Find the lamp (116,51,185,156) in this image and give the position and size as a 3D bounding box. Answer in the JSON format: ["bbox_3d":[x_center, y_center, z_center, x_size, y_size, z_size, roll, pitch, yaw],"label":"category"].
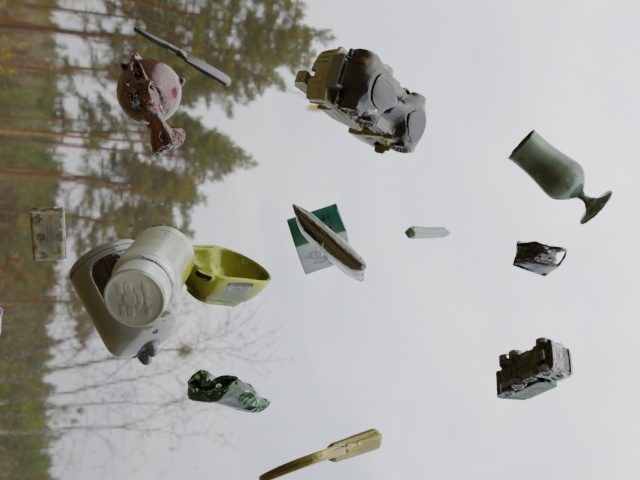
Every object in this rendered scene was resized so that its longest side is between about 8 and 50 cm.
[{"bbox_3d":[-0.400,-0.323,1.747,0.223,0.151,0.215,-76,145,-51],"label":"lamp"}]

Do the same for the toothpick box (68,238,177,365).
[{"bbox_3d":[-0.519,0.181,2.012,0.316,0.229,0.229,58,-33,16],"label":"toothpick box"}]

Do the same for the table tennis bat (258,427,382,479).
[{"bbox_3d":[0.008,0.490,1.689,0.198,0.321,0.050,-44,-118,51],"label":"table tennis bat"}]

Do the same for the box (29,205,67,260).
[{"bbox_3d":[-0.501,-0.013,1.380,0.045,0.062,0.098,-134,-138,-64],"label":"box"}]

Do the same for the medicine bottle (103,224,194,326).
[{"bbox_3d":[-0.354,0.071,1.556,0.258,0.143,0.143,-80,179,-72],"label":"medicine bottle"}]

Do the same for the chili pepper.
[{"bbox_3d":[-0.166,0.298,1.454,0.108,0.216,0.062,4,-106,35],"label":"chili pepper"}]

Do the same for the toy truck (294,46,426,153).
[{"bbox_3d":[0.119,-0.387,2.096,0.254,0.405,0.180,12,-98,39],"label":"toy truck"}]

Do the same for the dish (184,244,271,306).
[{"bbox_3d":[-0.265,0.101,1.932,0.221,0.262,0.108,31,-74,38],"label":"dish"}]

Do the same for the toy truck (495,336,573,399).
[{"bbox_3d":[0.572,0.359,2.041,0.253,0.124,0.114,-42,-145,48],"label":"toy truck"}]

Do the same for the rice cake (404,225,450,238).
[{"bbox_3d":[0.310,-0.023,2.146,0.033,0.208,0.033,-38,-112,33],"label":"rice cake"}]

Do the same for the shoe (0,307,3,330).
[{"bbox_3d":[-0.681,0.175,1.318,0.137,0.245,0.095,-98,-178,-58],"label":"shoe"}]

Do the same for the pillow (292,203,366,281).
[{"bbox_3d":[0.021,0.011,1.688,0.052,0.208,0.212,-48,171,-5],"label":"pillow"}]

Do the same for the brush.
[{"bbox_3d":[-0.248,-0.333,1.353,0.016,0.193,0.063,-55,-161,17],"label":"brush"}]

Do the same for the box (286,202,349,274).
[{"bbox_3d":[0.000,0.000,2.164,0.245,0.153,0.092,73,-2,-67],"label":"box"}]

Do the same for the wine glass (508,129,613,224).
[{"bbox_3d":[0.546,-0.148,1.717,0.103,0.231,0.103,-49,-179,1],"label":"wine glass"}]

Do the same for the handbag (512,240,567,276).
[{"bbox_3d":[0.584,0.034,1.938,0.139,0.115,0.072,-33,-139,63],"label":"handbag"}]
